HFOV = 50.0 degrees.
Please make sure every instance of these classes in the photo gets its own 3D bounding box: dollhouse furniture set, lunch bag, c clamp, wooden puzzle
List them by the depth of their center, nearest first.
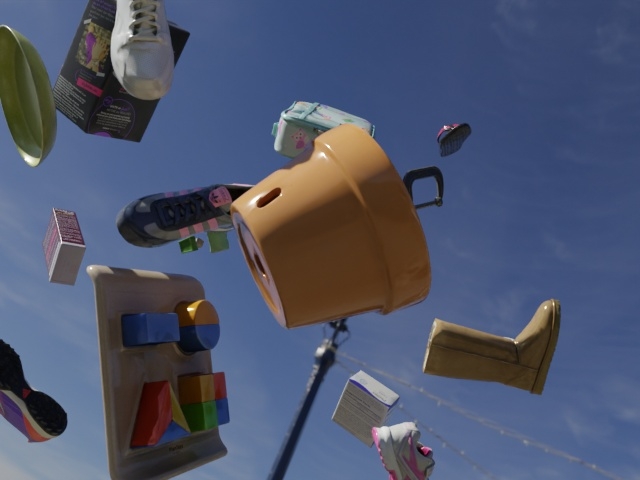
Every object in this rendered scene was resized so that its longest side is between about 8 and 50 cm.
[{"bbox_3d":[-0.248,0.212,1.160,0.080,0.348,0.322,-15,-11,18],"label":"wooden puzzle"},{"bbox_3d":[0.229,-0.097,1.551,0.022,0.161,0.137,-1,-74,50],"label":"c clamp"},{"bbox_3d":[0.010,-0.242,1.578,0.224,0.279,0.108,20,-72,1],"label":"lunch bag"},{"bbox_3d":[-0.285,-0.005,1.761,0.058,0.152,0.076,-14,-90,47],"label":"dollhouse furniture set"}]

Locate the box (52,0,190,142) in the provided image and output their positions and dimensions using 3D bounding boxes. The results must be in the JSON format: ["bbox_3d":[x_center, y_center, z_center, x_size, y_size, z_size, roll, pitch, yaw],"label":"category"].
[{"bbox_3d":[-0.425,-0.365,1.449,0.143,0.270,0.165,38,18,24],"label":"box"}]

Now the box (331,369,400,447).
[{"bbox_3d":[0.113,0.421,1.724,0.126,0.072,0.137,31,-63,22],"label":"box"}]

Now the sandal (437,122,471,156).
[{"bbox_3d":[0.268,-0.214,1.423,0.067,0.040,0.179,-21,-7,1],"label":"sandal"}]

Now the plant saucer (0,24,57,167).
[{"bbox_3d":[-0.507,-0.248,1.188,0.241,0.037,0.241,28,-54,46],"label":"plant saucer"}]

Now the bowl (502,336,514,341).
[{"bbox_3d":[0.491,0.307,1.786,0.142,0.142,0.053,15,-48,46],"label":"bowl"}]

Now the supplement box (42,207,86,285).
[{"bbox_3d":[-0.752,0.015,2.007,0.073,0.130,0.239,12,22,-33],"label":"supplement box"}]

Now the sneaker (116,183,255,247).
[{"bbox_3d":[-0.254,-0.069,1.380,0.131,0.319,0.112,-30,-98,39],"label":"sneaker"}]

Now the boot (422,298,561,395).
[{"bbox_3d":[0.387,0.221,1.554,0.269,0.236,0.089,12,5,7],"label":"boot"}]

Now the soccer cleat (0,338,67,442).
[{"bbox_3d":[-0.742,0.356,1.628,0.116,0.108,0.318,-27,-72,23],"label":"soccer cleat"}]

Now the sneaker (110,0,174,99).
[{"bbox_3d":[-0.301,-0.392,1.139,0.108,0.292,0.169,-5,-26,-14],"label":"sneaker"}]

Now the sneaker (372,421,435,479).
[{"bbox_3d":[0.203,0.507,1.499,0.111,0.103,0.252,-21,-74,-2],"label":"sneaker"}]

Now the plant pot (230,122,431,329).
[{"bbox_3d":[0.000,0.000,1.004,0.291,0.203,0.291,58,-16,28],"label":"plant pot"}]
